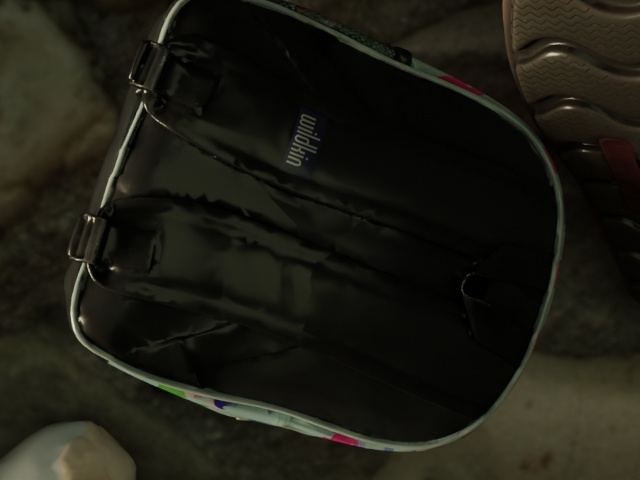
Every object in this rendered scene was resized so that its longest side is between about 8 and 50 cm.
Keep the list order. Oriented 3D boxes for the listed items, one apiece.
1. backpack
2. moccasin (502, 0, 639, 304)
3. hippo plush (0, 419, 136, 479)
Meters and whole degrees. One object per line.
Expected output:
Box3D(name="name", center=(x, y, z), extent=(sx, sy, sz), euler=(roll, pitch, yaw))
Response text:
Box3D(name="backpack", center=(0.000, 0.000, 0.680), extent=(0.254, 0.191, 0.225), euler=(19, 84, -7))
Box3D(name="moccasin", center=(0.203, -0.096, 0.655), extent=(0.380, 0.139, 0.147), euler=(49, 57, -44))
Box3D(name="hippo plush", center=(-0.179, 0.216, 0.631), extent=(0.294, 0.236, 0.234), euler=(35, 86, -6))
